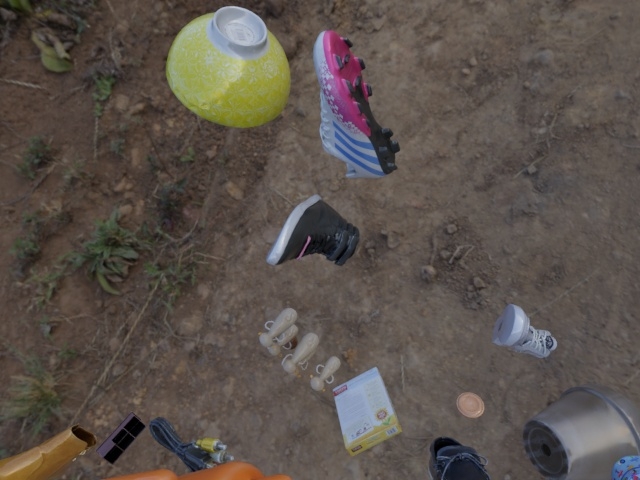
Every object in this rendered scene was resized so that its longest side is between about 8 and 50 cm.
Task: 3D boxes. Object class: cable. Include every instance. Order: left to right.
[{"bbox_3d":[-0.352,0.571,1.129,0.287,0.072,0.140,8,107,35],"label":"cable"}]

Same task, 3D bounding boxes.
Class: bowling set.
[{"bbox_3d":[-0.092,0.380,1.378,0.154,0.287,0.200,-43,1,-32],"label":"bowling set"}]

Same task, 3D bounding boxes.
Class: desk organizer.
[{"bbox_3d":[-0.576,0.574,1.204,0.050,0.047,0.130,6,45,44],"label":"desk organizer"}]

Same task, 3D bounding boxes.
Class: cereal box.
[{"bbox_3d":[0.139,0.528,1.303,0.173,0.047,0.240,-29,25,6],"label":"cereal box"}]

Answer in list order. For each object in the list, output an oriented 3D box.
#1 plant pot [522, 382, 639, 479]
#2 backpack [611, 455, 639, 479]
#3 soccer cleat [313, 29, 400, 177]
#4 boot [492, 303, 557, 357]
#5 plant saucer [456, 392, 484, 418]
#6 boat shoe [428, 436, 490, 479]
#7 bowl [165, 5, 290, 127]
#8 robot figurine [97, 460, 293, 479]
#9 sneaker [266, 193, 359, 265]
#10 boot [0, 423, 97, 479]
[{"bbox_3d":[0.848,0.661,1.363,0.323,0.280,0.323,175,90,-72],"label":"plant pot"},{"bbox_3d":[0.773,0.584,0.942,0.173,0.117,0.158,3,87,25],"label":"backpack"},{"bbox_3d":[0.041,-0.234,0.807,0.143,0.331,0.116,-6,53,29],"label":"soccer cleat"},{"bbox_3d":[0.480,0.214,0.954,0.123,0.258,0.095,14,80,19],"label":"boot"},{"bbox_3d":[0.471,0.517,1.303,0.083,0.013,0.084,-7,42,6],"label":"plant saucer"},{"bbox_3d":[0.461,0.775,1.382,0.500,0.186,0.156,73,-160,-77],"label":"boat shoe"},{"bbox_3d":[-0.192,-0.416,0.928,0.156,0.289,0.290,129,149,-58],"label":"bowl"},{"bbox_3d":[-0.113,0.261,0.332,0.219,0.158,0.128,-20,53,12],"label":"robot figurine"},{"bbox_3d":[0.000,0.000,0.837,0.105,0.146,0.296,-55,-1,25],"label":"sneaker"},{"bbox_3d":[-0.686,0.517,0.973,0.211,0.295,0.104,-36,68,-10],"label":"boot"}]
